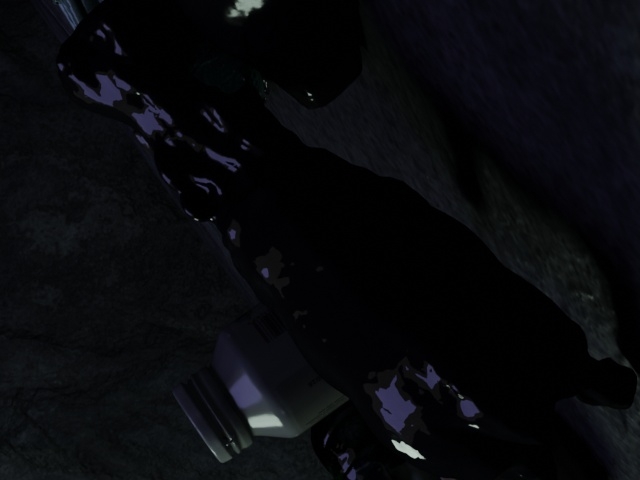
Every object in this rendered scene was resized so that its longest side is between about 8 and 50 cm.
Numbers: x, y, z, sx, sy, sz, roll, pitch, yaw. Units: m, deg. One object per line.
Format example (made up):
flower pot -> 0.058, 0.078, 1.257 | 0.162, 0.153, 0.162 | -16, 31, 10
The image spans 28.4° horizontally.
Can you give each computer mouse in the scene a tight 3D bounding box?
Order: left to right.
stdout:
computer mouse -> -0.043, -0.155, 0.655 | 0.147, 0.088, 0.264 | 56, 175, 14

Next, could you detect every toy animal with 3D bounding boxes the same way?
toy animal -> 0.003, 0.000, 0.675 | 0.343, 0.106, 0.168 | 41, -172, 25

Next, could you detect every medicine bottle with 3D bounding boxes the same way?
medicine bottle -> -0.039, 0.128, 1.292 | 0.135, 0.215, 0.135 | 54, 173, 10

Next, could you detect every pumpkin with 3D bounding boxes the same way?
pumpkin -> 0.069, 0.251, 1.444 | 0.202, 0.140, 0.202 | 57, 174, 9

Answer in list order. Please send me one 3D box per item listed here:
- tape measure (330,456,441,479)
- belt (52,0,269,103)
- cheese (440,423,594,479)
tape measure -> 0.117, 0.282, 1.025 | 0.235, 0.115, 0.207 | 18, -139, -56
belt -> -0.142, -0.176, 1.013 | 0.206, 0.116, 0.267 | 34, 155, 58
cheese -> 0.180, 0.233, 0.935 | 0.286, 0.082, 0.163 | 56, 175, -28
